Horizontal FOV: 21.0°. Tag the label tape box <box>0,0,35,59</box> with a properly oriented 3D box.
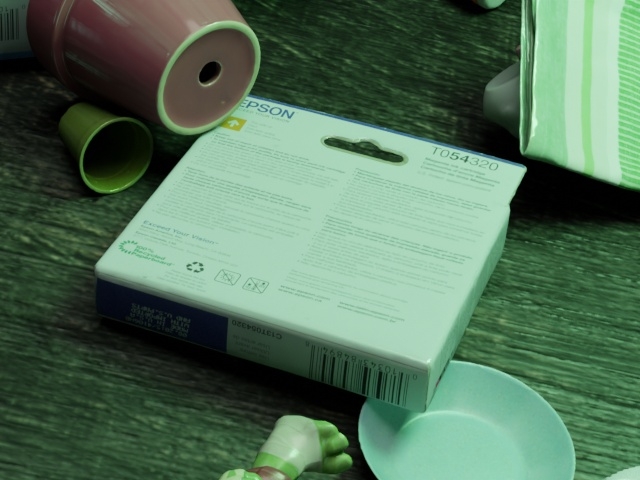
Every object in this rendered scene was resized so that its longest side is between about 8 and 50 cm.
[{"bbox_3d":[-0.352,-0.340,1.924,0.249,0.115,0.347,-8,40,-16],"label":"label tape box"}]

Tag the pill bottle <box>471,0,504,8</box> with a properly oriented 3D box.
[{"bbox_3d":[0.164,-0.349,2.087,0.152,0.086,0.086,34,46,23],"label":"pill bottle"}]

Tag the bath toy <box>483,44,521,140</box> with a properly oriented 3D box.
[{"bbox_3d":[0.306,-0.201,1.938,0.129,0.151,0.348,56,43,-14],"label":"bath toy"}]

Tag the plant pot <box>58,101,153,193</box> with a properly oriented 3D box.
[{"bbox_3d":[-0.223,-0.101,1.735,0.083,0.083,0.079,-18,37,-30],"label":"plant pot"}]

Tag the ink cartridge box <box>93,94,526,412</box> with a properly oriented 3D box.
[{"bbox_3d":[0.000,0.000,1.650,0.324,0.071,0.330,16,38,15],"label":"ink cartridge box"}]

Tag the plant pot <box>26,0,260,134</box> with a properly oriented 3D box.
[{"bbox_3d":[-0.164,-0.205,1.733,0.201,0.201,0.180,-23,48,-33],"label":"plant pot"}]

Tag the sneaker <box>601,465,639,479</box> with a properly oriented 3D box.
[{"bbox_3d":[0.258,0.297,1.355,0.366,0.137,0.210,-16,46,-33],"label":"sneaker"}]

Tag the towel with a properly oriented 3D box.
[{"bbox_3d":[0.355,-0.160,1.841,0.325,0.038,0.247,16,63,-25],"label":"towel"}]

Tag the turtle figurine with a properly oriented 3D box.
[{"bbox_3d":[-0.036,0.261,1.290,0.197,0.275,0.266,54,43,-6],"label":"turtle figurine"}]

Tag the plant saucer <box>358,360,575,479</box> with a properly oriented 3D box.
[{"bbox_3d":[0.126,0.188,1.521,0.195,0.037,0.195,6,42,-6],"label":"plant saucer"}]
